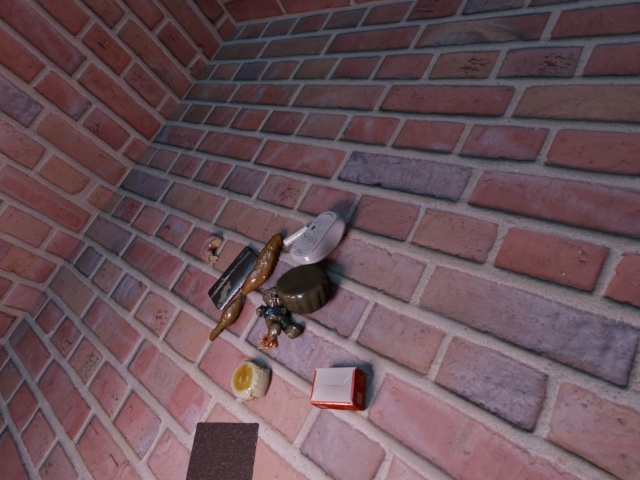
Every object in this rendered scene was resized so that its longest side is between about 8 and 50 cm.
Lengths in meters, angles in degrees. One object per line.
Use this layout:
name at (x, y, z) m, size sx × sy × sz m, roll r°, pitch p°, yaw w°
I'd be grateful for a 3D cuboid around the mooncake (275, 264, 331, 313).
mooncake at (-0.066, 0.203, 1.675) m, size 0.228 × 0.124 × 0.228 m, roll -12°, pitch 31°, yaw 8°

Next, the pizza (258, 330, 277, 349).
pizza at (-0.222, 0.420, 1.738) m, size 0.100 × 0.029 × 0.099 m, roll -8°, pitch 57°, yaw 28°

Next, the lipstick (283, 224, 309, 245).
lipstick at (-0.114, -0.021, 1.941) m, size 0.141 × 0.040 × 0.040 m, roll -33°, pitch 49°, yaw 13°

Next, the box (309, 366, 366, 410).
box at (0.067, 0.530, 1.437) m, size 0.182 × 0.099 × 0.133 m, roll -12°, pitch 53°, yaw 28°

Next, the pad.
pad at (-0.390, 0.838, 1.595) m, size 0.330 × 0.004 × 0.220 m, roll -12°, pitch 56°, yaw 27°

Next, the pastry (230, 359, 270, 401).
pastry at (-0.287, 0.571, 1.645) m, size 0.165 × 0.088 × 0.166 m, roll -15°, pitch 58°, yaw 25°

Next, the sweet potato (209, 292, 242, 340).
sweet potato at (-0.436, 0.369, 1.879) m, size 0.270 × 0.074 × 0.074 m, roll -54°, pitch 48°, yaw 3°

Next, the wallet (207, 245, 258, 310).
wallet at (-0.432, 0.184, 2.013) m, size 0.321 × 0.044 × 0.170 m, roll -49°, pitch 50°, yaw -2°

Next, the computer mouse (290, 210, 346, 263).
computer mouse at (0.000, 0.000, 1.792) m, size 0.184 × 0.121 × 0.297 m, roll 13°, pitch 62°, yaw 47°

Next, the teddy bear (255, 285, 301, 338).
teddy bear at (-0.187, 0.319, 1.722) m, size 0.129 × 0.181 × 0.252 m, roll -57°, pitch 37°, yaw 41°

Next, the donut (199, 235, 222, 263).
donut at (-0.602, 0.054, 2.192) m, size 0.116 × 0.065 × 0.166 m, roll 1°, pitch 61°, yaw 31°

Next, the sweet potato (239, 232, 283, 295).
sweet potato at (-0.265, 0.119, 1.915) m, size 0.106 × 0.095 × 0.355 m, roll 13°, pitch 69°, yaw 56°
